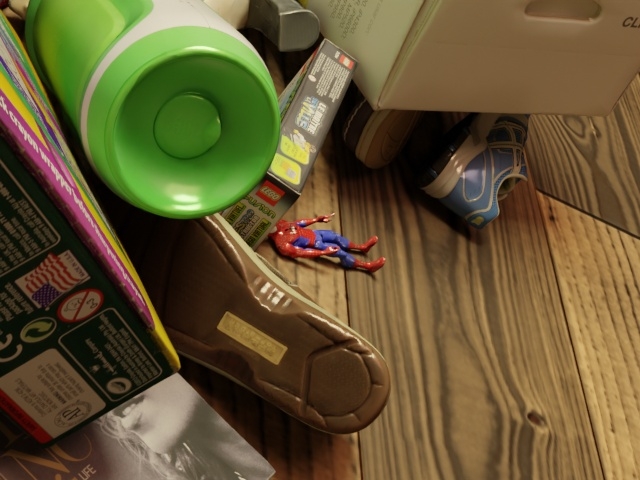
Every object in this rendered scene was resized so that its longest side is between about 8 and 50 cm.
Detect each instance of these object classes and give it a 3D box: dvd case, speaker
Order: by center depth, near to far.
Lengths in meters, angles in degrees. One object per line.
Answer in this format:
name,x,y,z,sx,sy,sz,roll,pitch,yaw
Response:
dvd case,-0.147,0.109,0.811,0.221,0.018,0.164,44,35,5
speaker,-0.123,-0.117,0.892,0.131,0.131,0.296,20,14,-27

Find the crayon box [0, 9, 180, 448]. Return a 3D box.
crayon box,-0.227,-0.100,0.685,0.313,0.106,0.363,57,-5,32

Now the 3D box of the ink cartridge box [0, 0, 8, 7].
ink cartridge box,-0.295,-0.212,0.973,0.109,0.063,0.150,40,35,-2

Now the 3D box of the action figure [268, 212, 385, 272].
action figure,0.000,0.000,1.057,0.115,0.030,0.038,10,51,-33

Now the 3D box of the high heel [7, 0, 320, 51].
high heel,-0.150,-0.210,1.125,0.261,0.093,0.186,0,25,-25

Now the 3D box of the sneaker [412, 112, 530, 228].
sneaker,0.161,-0.083,1.262,0.081,0.080,0.211,46,45,-4

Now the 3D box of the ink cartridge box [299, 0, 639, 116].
ink cartridge box,0.104,-0.291,1.196,0.279,0.160,0.384,-3,45,-32

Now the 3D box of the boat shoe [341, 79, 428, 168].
boat shoe,0.070,-0.159,1.236,0.092,0.102,0.285,31,38,5

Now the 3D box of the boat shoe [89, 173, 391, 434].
boat shoe,-0.064,0.048,0.914,0.257,0.095,0.095,40,-1,10

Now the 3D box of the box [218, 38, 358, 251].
box,-0.035,-0.064,1.016,0.036,0.114,0.207,34,35,-9
